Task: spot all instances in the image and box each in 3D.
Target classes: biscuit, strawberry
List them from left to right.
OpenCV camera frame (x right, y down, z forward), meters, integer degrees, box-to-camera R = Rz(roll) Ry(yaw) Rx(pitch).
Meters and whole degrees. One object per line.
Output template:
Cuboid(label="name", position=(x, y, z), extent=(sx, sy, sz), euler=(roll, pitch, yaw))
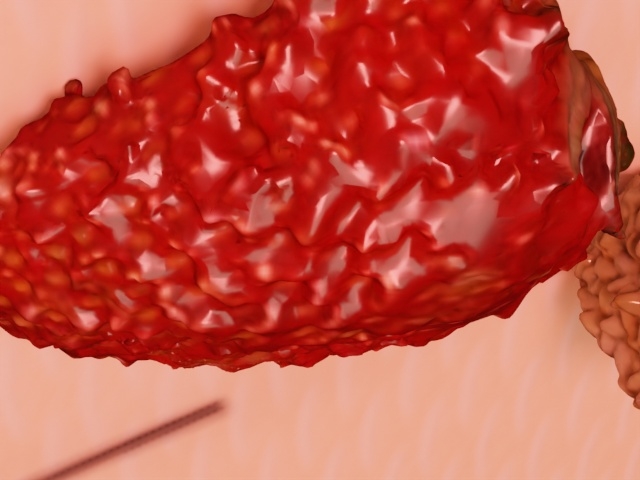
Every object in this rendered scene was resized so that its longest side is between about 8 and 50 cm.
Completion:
Cuboid(label="strawberry", position=(0.003, 0.003, 0.437), extent=(0.208, 0.087, 0.167), euler=(-34, 139, 10))
Cuboid(label="biscuit", position=(0.176, 0.015, 0.551), extent=(0.169, 0.070, 0.082), euler=(-5, 137, -27))
